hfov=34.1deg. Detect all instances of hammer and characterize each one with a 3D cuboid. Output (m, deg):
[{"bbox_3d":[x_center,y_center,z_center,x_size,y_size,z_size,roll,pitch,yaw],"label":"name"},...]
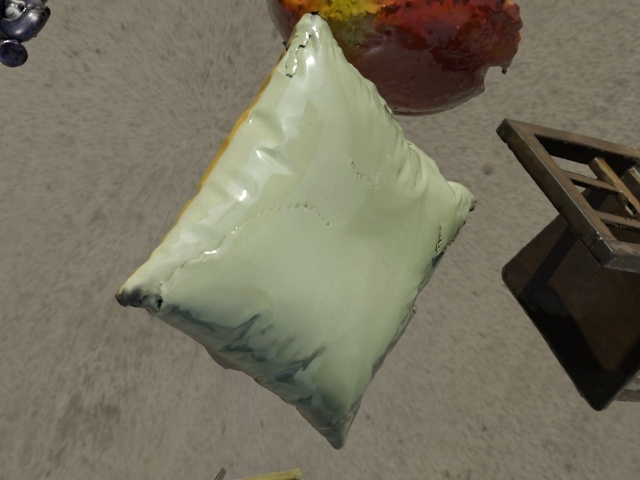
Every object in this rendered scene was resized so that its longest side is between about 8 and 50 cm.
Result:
[{"bbox_3d":[-0.093,0.330,1.438,0.013,0.199,0.062,51,47,-18],"label":"hammer"}]

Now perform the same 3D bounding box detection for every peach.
[{"bbox_3d":[0.118,-0.372,1.278,0.353,0.339,0.416,33,106,-15],"label":"peach"}]

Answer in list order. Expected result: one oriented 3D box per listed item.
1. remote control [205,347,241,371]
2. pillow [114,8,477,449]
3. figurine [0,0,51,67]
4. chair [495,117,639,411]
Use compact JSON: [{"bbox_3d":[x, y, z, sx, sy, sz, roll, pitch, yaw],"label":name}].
[{"bbox_3d":[-0.074,0.111,1.140,0.022,0.245,0.077,-24,102,-29],"label":"remote control"},{"bbox_3d":[0.000,0.000,0.963,0.310,0.119,0.312,44,67,-41],"label":"pillow"},{"bbox_3d":[-0.467,-0.322,1.332,0.222,0.145,0.145,33,92,-30],"label":"figurine"},{"bbox_3d":[0.305,0.041,1.109,0.416,0.203,0.240,4,135,-40],"label":"chair"}]
